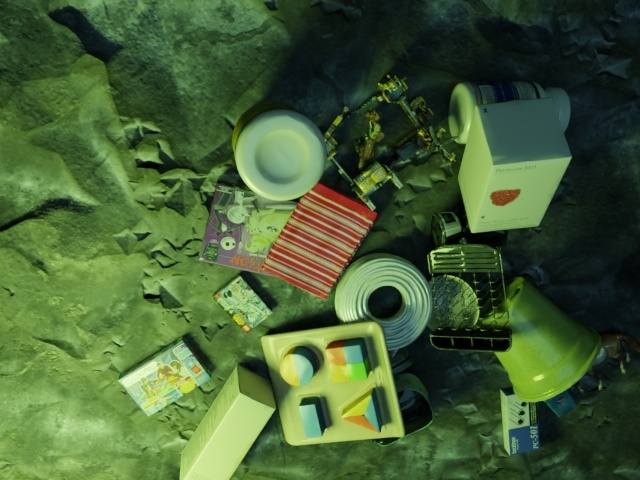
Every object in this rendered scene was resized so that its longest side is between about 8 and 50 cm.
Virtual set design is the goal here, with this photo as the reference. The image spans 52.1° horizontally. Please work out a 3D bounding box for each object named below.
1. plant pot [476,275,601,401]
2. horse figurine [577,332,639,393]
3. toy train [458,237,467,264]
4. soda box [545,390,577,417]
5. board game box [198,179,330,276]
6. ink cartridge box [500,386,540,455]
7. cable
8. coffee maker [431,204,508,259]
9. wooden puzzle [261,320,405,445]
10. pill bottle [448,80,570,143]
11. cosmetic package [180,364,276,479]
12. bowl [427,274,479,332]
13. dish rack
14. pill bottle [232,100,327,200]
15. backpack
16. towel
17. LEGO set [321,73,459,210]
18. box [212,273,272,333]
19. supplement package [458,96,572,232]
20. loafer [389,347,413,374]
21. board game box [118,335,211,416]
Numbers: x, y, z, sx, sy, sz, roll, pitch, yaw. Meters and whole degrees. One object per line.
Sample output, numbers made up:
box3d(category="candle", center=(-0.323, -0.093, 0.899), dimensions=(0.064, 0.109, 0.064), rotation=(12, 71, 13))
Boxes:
box3d(category="plant pot", center=(0.556, 0.245, 1.764), dimensions=(0.276, 0.276, 0.254), rotation=(-43, 96, 5))
box3d(category="horse figurine", center=(0.822, 0.347, 1.921), dimensions=(0.263, 0.066, 0.174), rotation=(-34, 115, 4))
box3d(category="toy train", center=(0.362, 0.029, 1.661), dimensions=(0.017, 0.023, 0.083), rotation=(-13, 134, -7))
box3d(category="soda box", center=(0.664, 0.438, 1.867), dimensions=(0.067, 0.071, 0.210), rotation=(-42, 140, 4))
box3d(category="board game box", center=(-0.117, -0.013, 1.672), dimensions=(0.347, 0.056, 0.208), rotation=(12, 108, -13))
box3d(category="ink cartridge box", center=(0.595, 0.533, 1.948), dimensions=(0.097, 0.046, 0.207), rotation=(-11, 108, -5))
box3d(category="cable", center=(0.166, 0.163, 1.728), dimensions=(0.257, 0.089, 0.257), rotation=(37, 92, -7))
box3d(category="coffee maker", center=(0.389, -0.012, 1.714), dimensions=(0.178, 0.120, 0.171), rotation=(-15, 109, -4))
box3d(category="wooden puzzle", center=(0.024, 0.386, 1.704), dimensions=(0.348, 0.080, 0.321), rotation=(-9, 101, 20))
box3d(category="pill bottle", center=(0.464, -0.315, 1.618), dimensions=(0.265, 0.153, 0.153), rotation=(-1, 107, -9))
box3d(category="cosmetic package", center=(-0.251, 0.510, 1.747), dimensions=(0.113, 0.160, 0.309), rotation=(31, 101, -17))
box3d(category="bowl", center=(0.361, 0.172, 1.771), dimensions=(0.170, 0.080, 0.170), rotation=(4, 98, 33))
box3d(category="dish rack", center=(0.370, 0.142, 1.647), dimensions=(0.208, 0.074, 0.271), rotation=(-3, 108, 27))
box3d(category="pill bottle", center=(-0.101, -0.212, 1.462), dimensions=(0.188, 0.334, 0.187), rotation=(-2, 106, -8))
box3d(category="backpack", center=(0.211, 0.454, 1.808), dimensions=(0.189, 0.144, 0.165), rotation=(-24, 109, 17))
box3d(category="towel", center=(0.000, 0.000, 1.657), dimensions=(0.199, 0.031, 0.274), rotation=(28, 100, -15))
box3d(category="LEGO set", center=(0.145, -0.232, 1.570), dimensions=(0.331, 0.192, 0.254), rotation=(-31, 109, 1))
box3d(category="box", center=(-0.204, 0.167, 1.720), dimensions=(0.094, 0.027, 0.137), rotation=(-38, 108, 2))
box3d(category="supplement package", center=(0.443, -0.169, 1.538), dimensions=(0.178, 0.175, 0.293), rotation=(-6, 151, 0))
box3d(category="loafer", center=(0.121, 0.361, 1.809), dimensions=(0.268, 0.096, 0.084), rotation=(-25, 89, -8))
box3d(category="board game box", center=(-0.412, 0.362, 1.740), dimensions=(0.201, 0.035, 0.136), rotation=(-31, 109, 1))
